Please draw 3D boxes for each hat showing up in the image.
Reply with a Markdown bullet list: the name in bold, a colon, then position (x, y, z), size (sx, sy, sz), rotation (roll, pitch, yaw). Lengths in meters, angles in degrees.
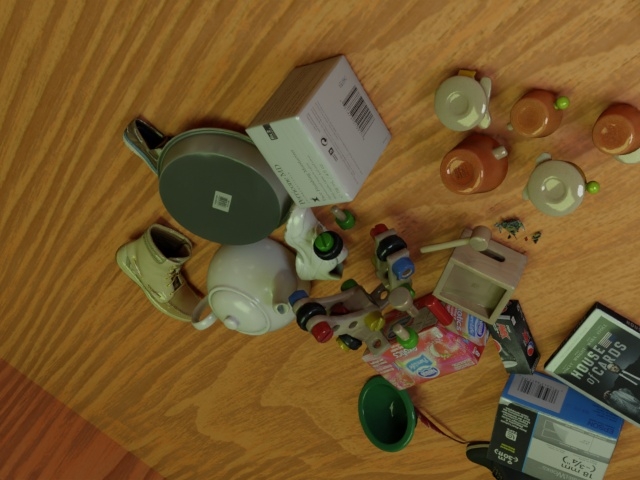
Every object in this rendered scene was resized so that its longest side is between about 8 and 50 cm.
- **hat**: position (0.218, 0.422, 2.136), size (0.173, 0.184, 0.208), rotation (-24, 75, 42)

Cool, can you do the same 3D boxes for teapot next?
- **teapot**: position (-0.160, 0.122, 1.929), size (0.253, 0.187, 0.256), rotation (24, 144, 12)

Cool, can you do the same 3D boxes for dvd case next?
- **dvd case**: position (0.563, 0.239, 1.614), size (0.239, 0.029, 0.179), rotation (30, 124, 3)

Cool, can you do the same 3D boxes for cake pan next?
- **cake pan**: position (-0.196, -0.096, 1.757), size (0.293, 0.054, 0.293), rotation (8, 137, 8)

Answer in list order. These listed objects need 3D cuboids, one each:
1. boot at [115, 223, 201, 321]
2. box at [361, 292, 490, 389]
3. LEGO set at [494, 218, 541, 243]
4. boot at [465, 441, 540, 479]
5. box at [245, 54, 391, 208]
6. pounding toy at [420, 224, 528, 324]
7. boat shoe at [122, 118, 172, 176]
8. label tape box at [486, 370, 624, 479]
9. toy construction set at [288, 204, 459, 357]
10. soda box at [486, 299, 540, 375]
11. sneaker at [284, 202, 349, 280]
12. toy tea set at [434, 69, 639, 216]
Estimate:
- **boot**: position (-0.354, 0.079, 2.105), size (0.262, 0.095, 0.203), rotation (47, 141, -12)
- **box**: position (0.219, 0.200, 1.788), size (0.123, 0.128, 0.257), rotation (42, 142, -12)
- **LEGO set**: position (0.347, -0.021, 1.532), size (0.083, 0.023, 0.054), rotation (26, 148, -14)
- **boot**: position (0.417, 0.555, 2.044), size (0.198, 0.137, 0.076), rotation (5, 136, 33)
- **box**: position (0.001, -0.180, 1.462), size (0.119, 0.182, 0.181), rotation (-8, 128, 41)
- **pounding toy**: position (0.275, 0.028, 1.574), size (0.181, 0.094, 0.206), rotation (26, 143, 8)
- **boat shoe**: position (-0.328, -0.180, 1.804), size (0.183, 0.066, 0.066), rotation (36, 143, -4)
- **label tape box**: position (0.490, 0.441, 1.860), size (0.241, 0.106, 0.333), rotation (19, 136, 19)
- **toy construction set**: position (0.125, 0.126, 1.657), size (0.309, 0.257, 0.237), rotation (22, 166, 38)
- **soda box**: position (0.379, 0.192, 1.722), size (0.060, 0.053, 0.168), rotation (1, 133, 36)
- **sneaker**: position (0.000, 0.000, 1.768), size (0.115, 0.090, 0.232), rotation (8, 147, 20)
- **toy tea set**: position (0.334, -0.147, 1.347), size (0.336, 0.124, 0.199), rotation (15, 111, 27)
